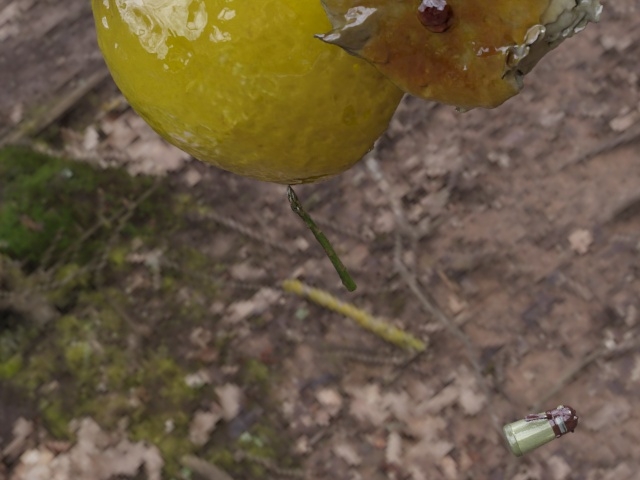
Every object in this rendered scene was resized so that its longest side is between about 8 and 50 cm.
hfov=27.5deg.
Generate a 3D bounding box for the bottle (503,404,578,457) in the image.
[{"bbox_3d":[0.300,0.254,1.767,0.101,0.047,0.063,-25,-12,6],"label":"bottle"}]

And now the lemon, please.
[{"bbox_3d":[-0.082,-0.250,1.408,0.364,0.364,0.364,-36,17,13],"label":"lemon"}]

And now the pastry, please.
[{"bbox_3d":[0.110,-0.233,1.166,0.257,0.236,0.121,-38,13,46],"label":"pastry"}]

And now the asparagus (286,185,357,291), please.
[{"bbox_3d":[0.000,0.000,1.536,0.016,0.163,0.016,-38,29,-6],"label":"asparagus"}]
